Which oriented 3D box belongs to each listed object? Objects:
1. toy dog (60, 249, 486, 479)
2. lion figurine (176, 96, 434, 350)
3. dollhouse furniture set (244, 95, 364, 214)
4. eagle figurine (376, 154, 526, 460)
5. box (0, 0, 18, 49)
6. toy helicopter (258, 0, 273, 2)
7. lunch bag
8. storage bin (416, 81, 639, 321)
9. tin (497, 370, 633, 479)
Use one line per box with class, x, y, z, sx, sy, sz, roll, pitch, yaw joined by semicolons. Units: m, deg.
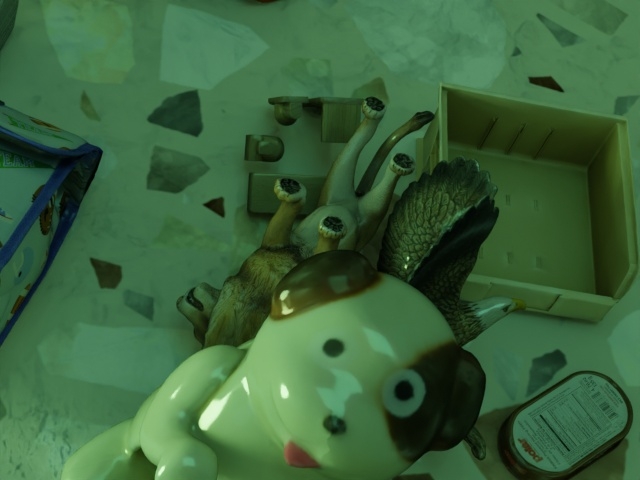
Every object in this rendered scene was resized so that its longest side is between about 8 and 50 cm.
toy dog;-0.008;0.190;1.539;0.284;0.408;0.395;50;51;5
lion figurine;0.000;0.000;1.831;0.142;0.240;0.392;37;44;18
dollhouse furniture set;-0.032;-0.112;1.988;0.144;0.123;0.151;2;93;-15
eagle figurine;0.134;0.070;1.766;0.226;0.298;0.225;10;28;44
box;-0.433;-0.280;1.909;0.072;0.137;0.126;23;55;-4
toy helicopter;-0.174;-0.421;2.017;0.355;0.235;0.140;-15;64;-24
lunch bag;-0.455;-0.054;1.711;0.328;0.239;0.385;24;39;0
storage bin;0.263;-0.046;1.975;0.262;0.123;0.260;10;56;-11
tin;0.302;0.228;1.865;0.190;0.040;0.106;-28;65;-29
